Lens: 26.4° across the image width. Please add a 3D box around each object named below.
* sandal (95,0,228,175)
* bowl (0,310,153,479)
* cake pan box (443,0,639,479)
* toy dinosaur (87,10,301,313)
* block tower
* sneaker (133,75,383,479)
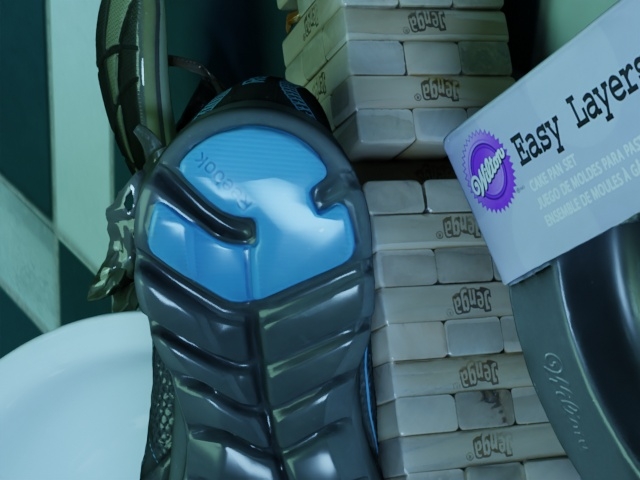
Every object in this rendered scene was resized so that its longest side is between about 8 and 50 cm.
[{"bbox_3d":[-0.085,-0.055,0.962,0.120,0.086,0.303,45,156,56],"label":"sandal"},{"bbox_3d":[-0.082,0.194,0.775,0.298,0.298,0.134,66,-173,15],"label":"bowl"},{"bbox_3d":[0.167,0.021,0.465,0.267,0.070,0.246,-35,74,61],"label":"cake pan box"},{"bbox_3d":[0.000,0.000,0.824,0.218,0.164,0.322,18,99,39],"label":"toy dinosaur"},{"bbox_3d":[0.047,-0.020,0.678,0.097,0.091,0.335,143,121,-66],"label":"block tower"},{"bbox_3d":[-0.022,0.092,0.631,0.140,0.125,0.341,-85,1,-69],"label":"sneaker"}]
